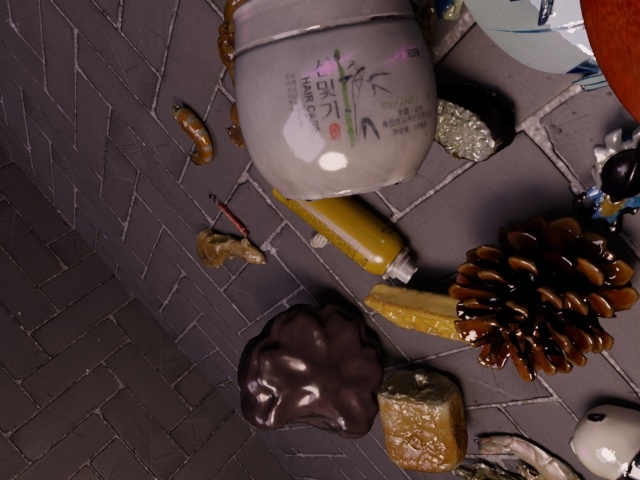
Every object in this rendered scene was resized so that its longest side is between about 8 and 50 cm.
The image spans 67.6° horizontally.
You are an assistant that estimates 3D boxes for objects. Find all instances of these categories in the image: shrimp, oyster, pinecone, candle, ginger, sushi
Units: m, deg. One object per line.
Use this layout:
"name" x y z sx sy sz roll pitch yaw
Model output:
"shrimp" -0.348 -0.278 1.291 0.161 0.049 0.166 49 153 -4
"shrimp" 0.477 0.584 1.195 0.360 0.085 0.247 -14 103 49
"oyster" 0.118 -0.344 0.702 0.148 0.051 0.103 41 153 -7
"pinecone" 0.317 0.090 0.735 0.264 0.264 0.264 29 141 26
"candle" -0.271 -0.077 1.415 0.167 0.021 0.026 48 120 3
"ginger" -0.292 0.038 1.500 0.294 0.086 0.131 9 108 37
"sushi" 0.216 -0.182 0.724 0.150 0.078 0.090 35 144 29

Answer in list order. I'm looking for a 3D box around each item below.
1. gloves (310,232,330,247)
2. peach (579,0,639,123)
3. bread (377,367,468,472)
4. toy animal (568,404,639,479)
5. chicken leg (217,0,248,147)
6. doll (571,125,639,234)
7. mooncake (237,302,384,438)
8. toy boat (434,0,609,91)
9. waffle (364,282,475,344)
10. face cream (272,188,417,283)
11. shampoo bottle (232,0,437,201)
"gloves" 0.000 0.002 1.186 0.044 0.037 0.081 18 144 -18
"peach" 0.348 -0.212 0.349 0.332 0.308 0.308 29 155 -29
"bread" 0.259 0.427 1.189 0.195 0.176 0.246 -3 109 28
"toy animal" 0.558 0.372 0.855 0.179 0.138 0.166 32 123 35
"chicken leg" -0.078 -0.269 0.912 0.295 0.182 0.409 33 150 -7
"doll" 0.399 -0.085 0.630 0.096 0.070 0.195 14 142 18
"mooncake" -0.018 0.341 1.243 0.212 0.381 0.350 146 125 -70
"toy boat" 0.268 -0.310 0.563 0.291 0.070 0.210 35 148 13
"waffle" 0.238 0.154 0.988 0.274 0.057 0.168 6 157 46
"face cream" 0.057 -0.033 1.022 0.349 0.105 0.105 40 145 14
"shampoo bottle" 0.018 -0.206 0.658 0.273 0.273 0.266 6 115 44
